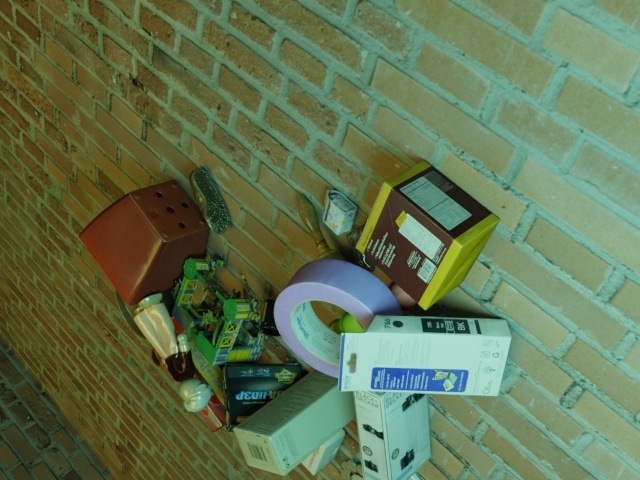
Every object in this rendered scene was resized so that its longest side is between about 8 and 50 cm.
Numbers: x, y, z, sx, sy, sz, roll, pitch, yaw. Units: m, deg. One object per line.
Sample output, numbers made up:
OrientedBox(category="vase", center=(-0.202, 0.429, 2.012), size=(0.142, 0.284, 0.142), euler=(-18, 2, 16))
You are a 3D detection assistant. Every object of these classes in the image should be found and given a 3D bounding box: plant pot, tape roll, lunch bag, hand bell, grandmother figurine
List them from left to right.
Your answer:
OrientedBox(category="plant pot", center=(-0.578, 0.209, 2.422), size=(0.237, 0.110, 0.237), euler=(26, 130, 35))
OrientedBox(category="plant pot", center=(-0.474, -0.019, 2.070), size=(0.267, 0.267, 0.236), euler=(52, 128, 11))
OrientedBox(category="grandmother figurine", center=(-0.414, 0.327, 2.049), size=(0.342, 0.104, 0.208), euler=(59, 156, 11))
OrientedBox(category="hand bell", center=(0.000, 0.000, 1.682), size=(0.126, 0.126, 0.242), euler=(-40, 69, 51))
OrientedBox(category="lunch bag", center=(0.034, -0.065, 1.624), size=(0.083, 0.053, 0.071), euler=(47, 139, 31))
OrientedBox(category="tape roll", center=(0.039, 0.174, 1.574), size=(0.275, 0.090, 0.274), euler=(16, 131, 20))

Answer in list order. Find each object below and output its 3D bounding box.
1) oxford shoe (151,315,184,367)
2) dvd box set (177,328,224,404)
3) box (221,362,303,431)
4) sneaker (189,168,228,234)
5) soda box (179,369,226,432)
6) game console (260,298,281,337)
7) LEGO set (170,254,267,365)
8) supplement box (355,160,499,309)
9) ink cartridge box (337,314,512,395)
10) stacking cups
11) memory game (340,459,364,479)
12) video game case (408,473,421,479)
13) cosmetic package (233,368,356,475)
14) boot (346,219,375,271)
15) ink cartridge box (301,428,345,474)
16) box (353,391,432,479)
OrientedBox(category="oxford shoe", center=(-0.456, 0.308, 2.373), size=(0.271, 0.098, 0.097), euler=(-47, 71, 31))
OrientedBox(category="dvd box set", center=(-0.282, 0.473, 2.201), size=(0.420, 0.062, 0.307), euler=(49, 165, 15))
OrientedBox(category="box", center=(-0.150, 0.419, 1.947), size=(0.051, 0.220, 0.175), euler=(122, 145, -51))
OrientedBox(category="sneaker", center=(-0.305, -0.106, 1.978), size=(0.071, 0.066, 0.188), euler=(-5, 104, 67))
OrientedBox(category="soda box", center=(-0.385, 0.499, 2.411), size=(0.263, 0.083, 0.092), euler=(53, 141, 9))
OrientedBox(category="game console", center=(-0.092, 0.213, 1.919), size=(0.122, 0.071, 0.107), euler=(11, 158, 4))
OrientedBox(category="LEGO set", center=(-0.259, 0.196, 2.050), size=(0.331, 0.192, 0.255), euler=(29, 108, 42))
OrientedBox(category="supplement box", center=(0.202, -0.011, 1.408), size=(0.194, 0.129, 0.191), euler=(43, 139, 21))
OrientedBox(category="ink cartridge box", center=(0.201, 0.231, 1.453), size=(0.333, 0.065, 0.165), euler=(2, 125, -2))
OrientedBox(category="stacking cups", center=(0.124, 0.158, 1.634), size=(0.096, 0.096, 0.316), euler=(53, 139, 9))
OrientedBox(category="memory game", center=(0.122, 0.687, 2.010), size=(0.186, 0.012, 0.186), euler=(34, 140, 35))
OrientedBox(category="video game case", center=(0.209, 0.631, 1.888), size=(0.157, 0.019, 0.143), euler=(49, 141, 13))
OrientedBox(category="cosmetic package", center=(-0.046, 0.444, 1.821), size=(0.160, 0.309, 0.113), euler=(-4, 109, 50))
OrientedBox(category="boot", center=(0.117, 0.006, 1.593), size=(0.106, 0.037, 0.114), euler=(56, 137, 2))
OrientedBox(category="ink cartridge box", center=(-0.046, 0.530, 2.048), size=(0.212, 0.093, 0.154), euler=(39, 137, 23))
OrientedBox(category="box", center=(0.170, 0.420, 1.681), size=(0.087, 0.169, 0.290), euler=(17, 124, 41))
